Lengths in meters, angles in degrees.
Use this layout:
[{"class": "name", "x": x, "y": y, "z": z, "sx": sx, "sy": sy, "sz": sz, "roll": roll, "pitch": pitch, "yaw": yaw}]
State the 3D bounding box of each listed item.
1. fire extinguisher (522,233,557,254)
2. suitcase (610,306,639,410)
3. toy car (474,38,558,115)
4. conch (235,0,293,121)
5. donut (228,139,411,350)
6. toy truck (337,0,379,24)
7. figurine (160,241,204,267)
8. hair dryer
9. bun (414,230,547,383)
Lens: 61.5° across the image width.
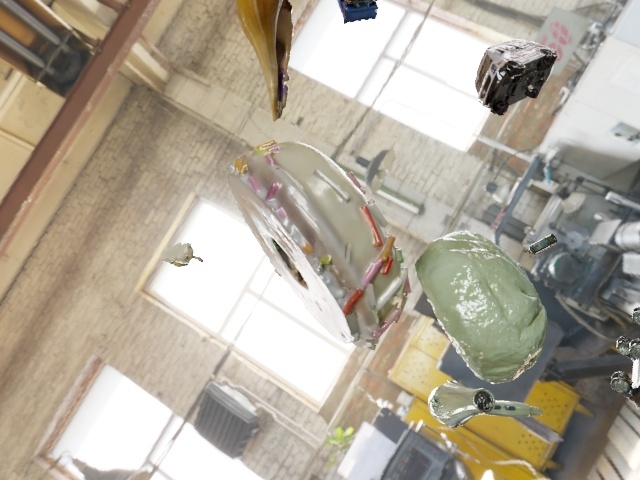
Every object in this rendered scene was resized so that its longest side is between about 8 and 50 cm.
[{"class": "fire extinguisher", "x": 0.551, "y": 0.015, "z": 1.344, "sx": 0.083, "sy": 0.038, "sz": 0.025, "roll": -37, "pitch": 22, "yaw": 41}, {"class": "suitcase", "x": 0.641, "y": 0.234, "z": 0.848, "sx": 0.202, "sy": 0.312, "sz": 0.128, "roll": -27, "pitch": -46, "yaw": -56}, {"class": "toy car", "x": 0.327, "y": -0.297, "z": 0.951, "sx": 0.209, "sy": 0.108, "sz": 0.089, "roll": -30, "pitch": -33, "yaw": -38}, {"class": "conch", "x": -0.109, "y": -0.394, "z": 1.018, "sx": 0.109, "sy": 0.093, "sz": 0.331, "roll": -43, "pitch": -45, "yaw": -63}, {"class": "donut", "x": 0.000, "y": 0.000, "z": 0.877, "sx": 0.142, "sy": 0.383, "sz": 0.383, "roll": -36, "pitch": -21, "yaw": -13}, {"class": "toy truck", "x": 0.108, "y": -0.740, "z": 1.541, "sx": 0.113, "sy": 0.126, "sz": 0.208, "roll": -14, "pitch": -40, "yaw": -15}, {"class": "figurine", "x": -0.285, "y": 0.037, "z": 1.104, "sx": 0.051, "sy": 0.083, "sz": 0.047, "roll": 54, "pitch": -138, "yaw": -40}, {"class": "hair dryer", "x": 0.418, "y": 0.410, "z": 1.345, "sx": 0.296, "sy": 0.298, "sz": 0.119, "roll": 57, "pitch": -147, "yaw": -67}, {"class": "bun", "x": 0.206, "y": 0.073, "z": 0.671, "sx": 0.118, "sy": 0.195, "sz": 0.195, "roll": -35, "pitch": -9, "yaw": 14}]
